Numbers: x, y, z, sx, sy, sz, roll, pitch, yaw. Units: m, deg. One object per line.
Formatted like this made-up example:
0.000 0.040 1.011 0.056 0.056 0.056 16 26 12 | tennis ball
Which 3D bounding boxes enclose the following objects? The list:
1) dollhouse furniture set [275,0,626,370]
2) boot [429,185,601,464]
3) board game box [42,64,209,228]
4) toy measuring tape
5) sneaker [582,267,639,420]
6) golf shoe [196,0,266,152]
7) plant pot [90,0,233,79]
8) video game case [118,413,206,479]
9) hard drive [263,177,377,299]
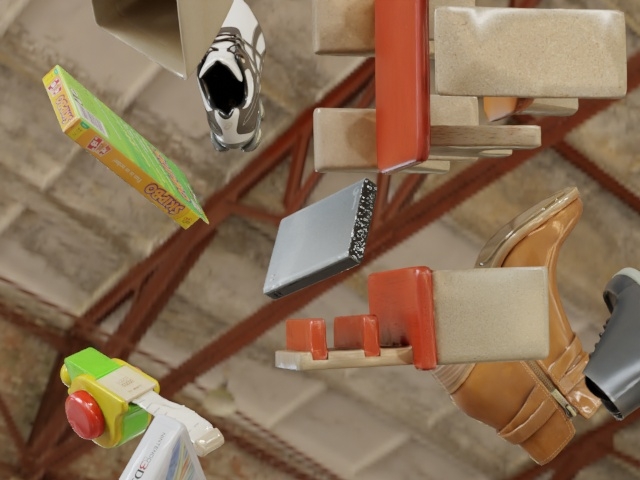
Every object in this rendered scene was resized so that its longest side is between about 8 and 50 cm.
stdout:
0.046 -0.060 0.700 0.135 0.259 0.262 0 -4 -13 | dollhouse furniture set
0.263 0.098 1.495 0.220 0.283 0.109 42 -14 -3 | boot
-0.244 -0.111 1.645 0.039 0.124 0.259 -42 -47 11 | board game box
-0.242 0.241 1.718 0.330 0.121 0.121 23 -29 41 | toy measuring tape
0.306 0.101 1.321 0.118 0.222 0.083 -35 -78 2 | sneaker
-0.097 -0.197 1.394 0.077 0.198 0.094 -11 -19 2 | golf shoe
-0.130 -0.226 1.120 0.109 0.096 0.109 33 -28 19 | plant pot
-0.187 0.362 1.247 0.036 0.300 0.329 20 -28 16 | video game case
0.000 0.000 1.297 0.022 0.094 0.135 33 -36 -28 | hard drive
